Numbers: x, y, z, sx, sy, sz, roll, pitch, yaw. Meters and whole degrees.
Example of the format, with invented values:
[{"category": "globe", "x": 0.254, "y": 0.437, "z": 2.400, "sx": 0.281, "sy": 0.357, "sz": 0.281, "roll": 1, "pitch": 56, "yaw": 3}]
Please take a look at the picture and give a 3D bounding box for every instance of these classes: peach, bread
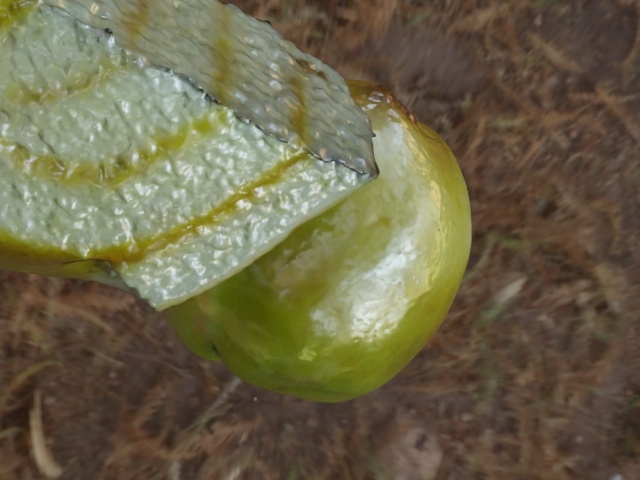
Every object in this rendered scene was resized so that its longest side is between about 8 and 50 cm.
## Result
[{"category": "peach", "x": -0.002, "y": 0.006, "z": 1.504, "sx": 0.281, "sy": 0.314, "sz": 0.315, "roll": 37, "pitch": 88, "yaw": 17}, {"category": "bread", "x": -0.180, "y": -0.090, "z": 1.258, "sx": 0.395, "sy": 0.239, "sz": 0.264, "roll": 32, "pitch": 111, "yaw": -17}]
